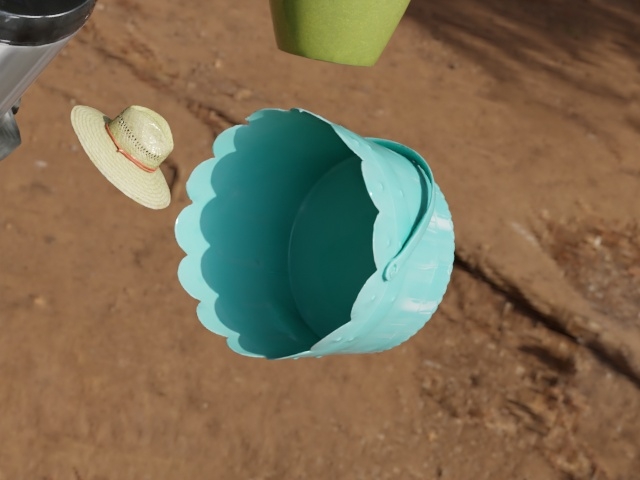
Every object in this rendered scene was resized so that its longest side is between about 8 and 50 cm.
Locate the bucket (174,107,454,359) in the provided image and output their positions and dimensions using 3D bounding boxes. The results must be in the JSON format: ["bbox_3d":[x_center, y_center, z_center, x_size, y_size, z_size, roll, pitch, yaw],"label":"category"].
[{"bbox_3d":[0.000,0.000,1.302,0.281,0.281,0.183,31,12,36],"label":"bucket"}]

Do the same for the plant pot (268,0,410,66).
[{"bbox_3d":[0.033,-0.388,1.582,0.274,0.293,0.275,9,13,-2],"label":"plant pot"}]

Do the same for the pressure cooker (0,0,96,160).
[{"bbox_3d":[-0.518,-0.299,1.517,0.375,0.420,0.370,10,56,-42],"label":"pressure cooker"}]

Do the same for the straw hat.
[{"bbox_3d":[-0.192,-0.107,1.257,0.144,0.061,0.144,44,17,-17],"label":"straw hat"}]
